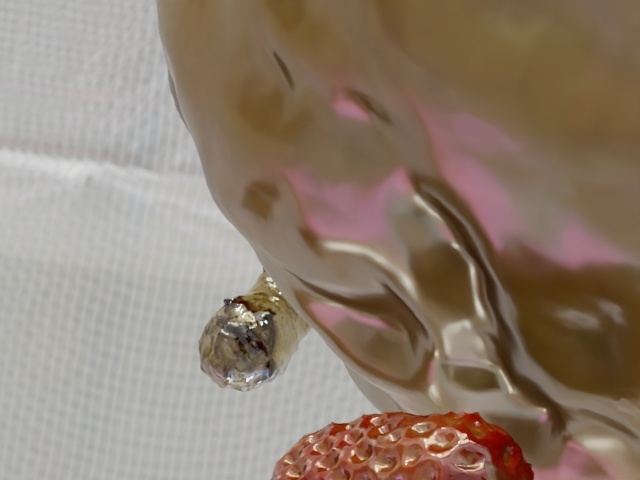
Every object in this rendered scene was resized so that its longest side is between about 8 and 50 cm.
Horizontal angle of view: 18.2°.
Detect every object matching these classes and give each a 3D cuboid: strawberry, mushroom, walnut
[{"bbox_3d":[0.021,0.072,0.480,0.073,0.083,0.073,5,-114,-12],"label":"strawberry"},{"bbox_3d":[0.000,0.000,1.027,0.227,0.217,0.148,33,-38,-24],"label":"mushroom"},{"bbox_3d":[0.143,-0.050,0.595,0.398,0.354,0.308,31,-96,27],"label":"walnut"}]
